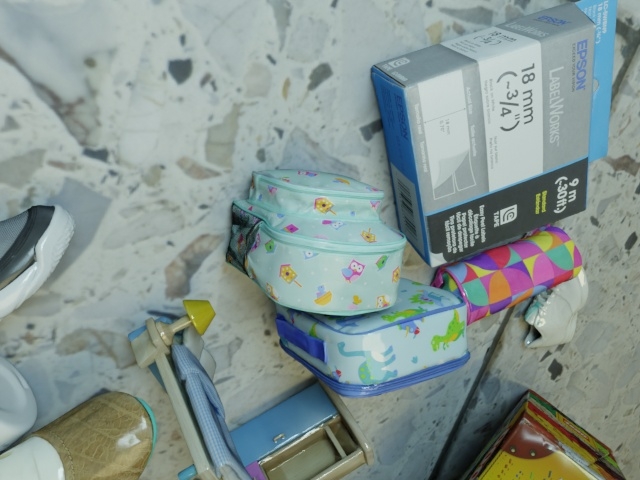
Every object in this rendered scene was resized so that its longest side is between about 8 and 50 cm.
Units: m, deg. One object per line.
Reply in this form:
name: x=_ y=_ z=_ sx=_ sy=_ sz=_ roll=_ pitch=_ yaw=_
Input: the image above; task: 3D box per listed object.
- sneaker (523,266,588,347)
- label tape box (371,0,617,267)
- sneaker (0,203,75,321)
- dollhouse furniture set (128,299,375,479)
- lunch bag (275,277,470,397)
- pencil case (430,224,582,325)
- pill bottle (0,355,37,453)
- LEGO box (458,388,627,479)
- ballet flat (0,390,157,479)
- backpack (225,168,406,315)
sneaker: x=0.402 y=0.113 z=0.909 sx=0.094 sy=0.080 sz=0.212 roll=-15 pitch=122 yaw=-8
label tape box: x=0.252 y=-0.139 z=0.640 sx=0.334 sy=0.106 sz=0.240 roll=-20 pitch=123 yaw=-6
sneaker: x=-0.356 y=0.023 z=0.428 sx=0.269 sy=0.101 sz=0.153 roll=-36 pitch=125 yaw=-8
dollhouse furniture set: x=-0.044 y=0.226 z=0.585 sx=0.198 sy=0.286 sz=0.303 roll=-27 pitch=135 yaw=-15
lunch bag: x=0.049 y=0.103 z=0.616 sx=0.176 sy=0.219 sz=0.090 roll=-10 pitch=100 yaw=-27
pencil case: x=0.286 y=0.051 z=0.799 sx=0.236 sy=0.104 sz=0.104 roll=-19 pitch=122 yaw=-22
pill bottle: x=-0.389 y=0.201 z=0.494 sx=0.193 sy=0.108 sz=0.108 roll=-39 pitch=126 yaw=-7
LEGO box: x=0.287 y=0.530 z=0.886 sx=0.500 sy=0.193 sz=0.372 roll=-55 pitch=156 yaw=6
ballet flat: x=-0.308 y=0.260 z=0.506 sx=0.342 sy=0.116 sz=0.124 roll=-35 pitch=158 yaw=22
backpack: x=0.000 y=0.000 z=0.557 sx=0.166 sy=0.188 sz=0.144 roll=3 pitch=113 yaw=-29
